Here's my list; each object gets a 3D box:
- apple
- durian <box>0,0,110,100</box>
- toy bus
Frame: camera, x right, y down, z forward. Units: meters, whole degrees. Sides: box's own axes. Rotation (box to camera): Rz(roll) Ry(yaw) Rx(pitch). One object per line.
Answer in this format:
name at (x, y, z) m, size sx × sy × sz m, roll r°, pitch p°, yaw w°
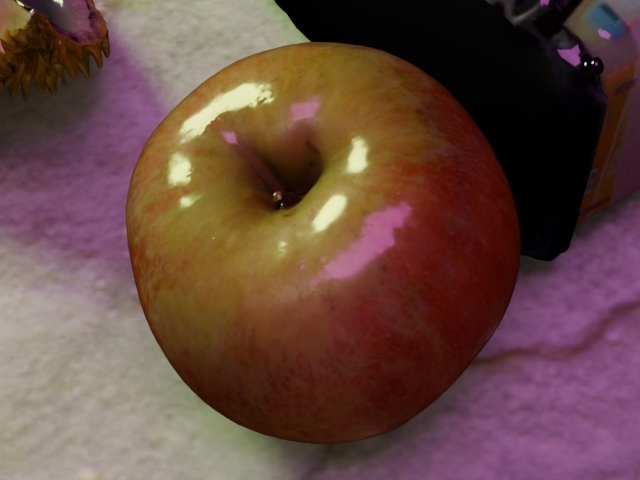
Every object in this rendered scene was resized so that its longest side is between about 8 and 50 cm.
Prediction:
apple at (0.000, 0.000, 0.932) m, size 0.209 × 0.164 × 0.209 m, roll -7°, pitch 58°, yaw 11°
durian at (-0.245, -0.154, 1.058) m, size 0.186 × 0.154 × 0.261 m, roll -29°, pitch 66°, yaw 10°
toy bus at (0.072, -0.183, 1.047) m, size 0.162 × 0.171 × 0.386 m, roll -26°, pitch 60°, yaw -25°
